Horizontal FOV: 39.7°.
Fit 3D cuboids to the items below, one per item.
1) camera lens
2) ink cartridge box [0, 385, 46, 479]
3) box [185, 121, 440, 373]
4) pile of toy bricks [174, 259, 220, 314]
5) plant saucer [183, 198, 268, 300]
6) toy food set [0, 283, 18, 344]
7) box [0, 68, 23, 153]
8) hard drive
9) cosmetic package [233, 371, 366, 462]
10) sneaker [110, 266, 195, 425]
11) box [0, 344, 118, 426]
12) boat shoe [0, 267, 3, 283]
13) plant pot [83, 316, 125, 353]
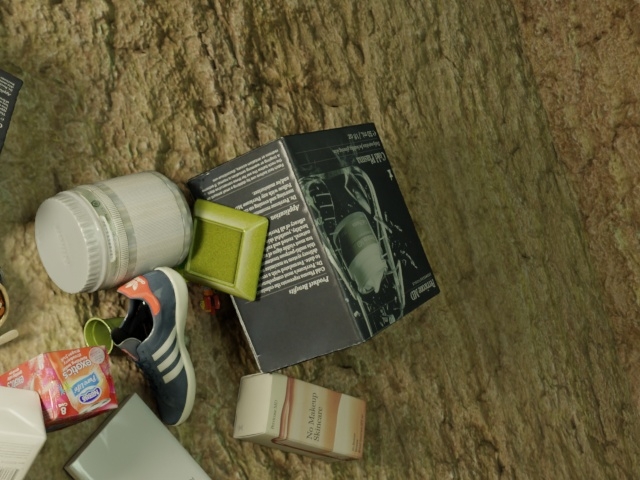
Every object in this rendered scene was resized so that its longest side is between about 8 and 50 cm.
[{"bbox_3d":[-0.421,-0.020,1.847,0.274,0.219,0.219,-19,88,-45],"label":"camera lens"},{"bbox_3d":[-0.633,0.406,1.493,0.207,0.353,0.119,18,24,-37],"label":"ink cartridge box"},{"bbox_3d":[0.000,0.000,2.100,0.480,0.297,0.472,-22,92,-60],"label":"box"},{"bbox_3d":[-0.292,0.071,2.030,0.105,0.118,0.212,-8,90,-5],"label":"pile of toy bricks"},{"bbox_3d":[-0.217,0.022,1.910,0.045,0.188,0.188,-14,117,-64],"label":"plant saucer"},{"bbox_3d":[-0.647,0.128,1.660,0.132,0.038,0.192,-30,112,-28],"label":"toy food set"},{"bbox_3d":[-0.763,-0.216,1.605,0.343,0.179,0.312,28,45,-32],"label":"box"},{"bbox_3d":[-0.354,0.505,1.839,0.319,0.040,0.210,53,47,-14],"label":"hard drive"},{"bbox_3d":[-0.044,0.420,2.090,0.296,0.129,0.153,22,62,-34],"label":"cosmetic package"},{"bbox_3d":[-0.355,0.233,1.832,0.148,0.131,0.350,-17,109,-41],"label":"sneaker"},{"bbox_3d":[-0.498,0.285,1.639,0.128,0.257,0.123,-2,73,-43],"label":"box"},{"bbox_3d":[-0.664,0.001,1.728,0.075,0.065,0.206,-15,85,-45],"label":"boat shoe"},{"bbox_3d":[-0.438,0.194,1.860,0.079,0.083,0.083,-16,86,-56],"label":"plant pot"}]
